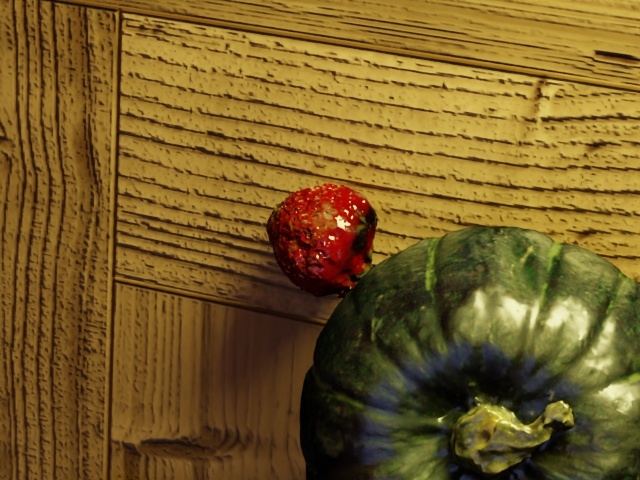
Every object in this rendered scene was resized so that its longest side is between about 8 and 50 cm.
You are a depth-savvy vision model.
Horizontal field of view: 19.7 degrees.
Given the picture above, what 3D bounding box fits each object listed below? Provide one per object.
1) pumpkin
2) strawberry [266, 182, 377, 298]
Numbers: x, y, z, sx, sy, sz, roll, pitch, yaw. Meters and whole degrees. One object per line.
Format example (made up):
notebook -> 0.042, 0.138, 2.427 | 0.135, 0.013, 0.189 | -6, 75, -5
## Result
pumpkin -> 0.140, 0.147, 1.437 | 0.323, 0.241, 0.323 | 1, 93, 15
strawberry -> 0.000, -0.001, 1.529 | 0.106, 0.106, 0.106 | 7, 109, 21
